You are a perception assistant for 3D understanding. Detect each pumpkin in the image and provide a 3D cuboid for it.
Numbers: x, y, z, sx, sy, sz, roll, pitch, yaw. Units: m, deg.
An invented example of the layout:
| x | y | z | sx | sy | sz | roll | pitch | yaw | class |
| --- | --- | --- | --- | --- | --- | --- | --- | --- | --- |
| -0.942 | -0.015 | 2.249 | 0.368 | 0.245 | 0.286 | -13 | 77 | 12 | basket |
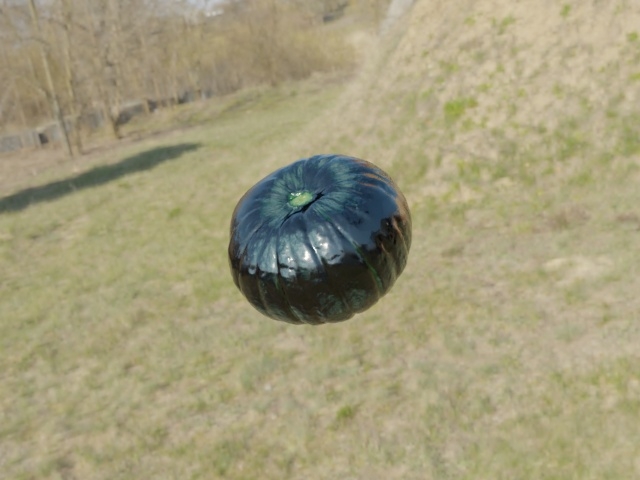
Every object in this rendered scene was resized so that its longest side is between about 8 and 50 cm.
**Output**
| x | y | z | sx | sy | sz | roll | pitch | yaw | class |
| --- | --- | --- | --- | --- | --- | --- | --- | --- | --- |
| 0.000 | 0.000 | 0.890 | 0.202 | 0.140 | 0.202 | -16 | 40 | 14 | pumpkin |
